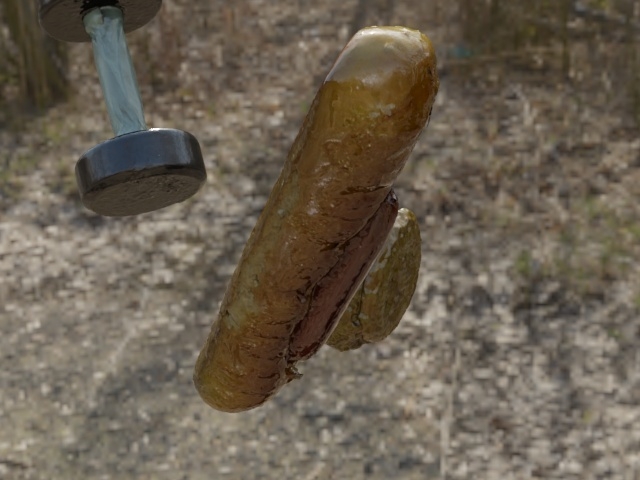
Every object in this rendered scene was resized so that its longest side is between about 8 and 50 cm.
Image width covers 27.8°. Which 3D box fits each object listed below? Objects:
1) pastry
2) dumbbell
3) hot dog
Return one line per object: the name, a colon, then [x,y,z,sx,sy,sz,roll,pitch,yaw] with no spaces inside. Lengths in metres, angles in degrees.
pastry: [0.031,0.026,0.911,0.057,0.109,0.097,17,3,19]
dumbbell: [-0.156,-0.121,1.003,0.100,0.191,0.100,-15,-15,-4]
hot dog: [0.000,0.000,0.517,0.047,0.216,0.066,32,45,5]
